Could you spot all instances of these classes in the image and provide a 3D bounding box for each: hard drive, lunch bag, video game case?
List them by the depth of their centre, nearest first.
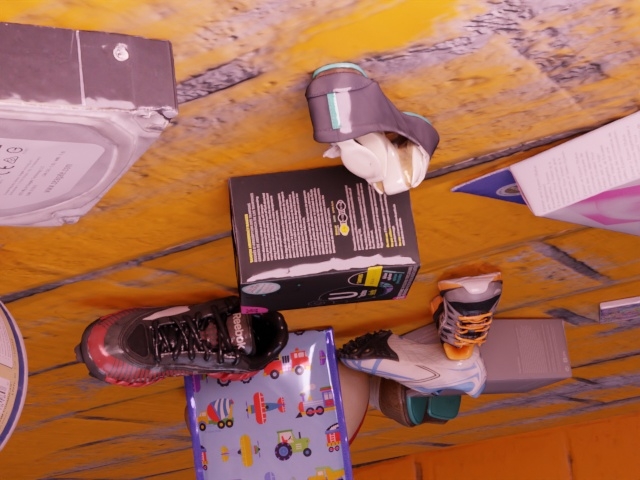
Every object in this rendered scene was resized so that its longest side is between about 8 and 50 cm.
[{"bbox_3d":[-0.292,-0.073,0.814,0.338,0.064,0.237,2,161,-29],"label":"hard drive"},{"bbox_3d":[-0.070,0.291,1.761,0.220,0.293,0.138,-7,164,1],"label":"lunch bag"},{"bbox_3d":[0.469,0.105,1.882,0.087,0.011,0.122,-10,164,10],"label":"video game case"}]

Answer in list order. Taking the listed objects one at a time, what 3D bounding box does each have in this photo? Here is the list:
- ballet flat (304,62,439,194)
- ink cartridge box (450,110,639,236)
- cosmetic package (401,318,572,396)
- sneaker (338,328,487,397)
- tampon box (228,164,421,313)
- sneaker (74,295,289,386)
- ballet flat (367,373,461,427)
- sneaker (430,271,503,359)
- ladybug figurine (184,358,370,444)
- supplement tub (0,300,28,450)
[{"bbox_3d":[0.044,-0.073,0.956,0.074,0.074,0.203,-14,163,20],"label":"ballet flat"},{"bbox_3d":[0.353,-0.052,1.181,0.324,0.072,0.330,8,157,-44],"label":"ink cartridge box"},{"bbox_3d":[0.251,0.179,1.882,0.237,0.107,0.127,6,160,-32],"label":"cosmetic package"},{"bbox_3d":[0.127,0.181,1.759,0.237,0.086,0.085,4,-151,36],"label":"sneaker"},{"bbox_3d":[0.000,0.000,1.129,0.160,0.102,0.120,-6,163,-4],"label":"tampon box"},{"bbox_3d":[-0.153,0.117,1.479,0.276,0.098,0.135,3,162,-39],"label":"sneaker"},{"bbox_3d":[0.147,0.264,2.157,0.124,0.116,0.342,7,174,22],"label":"ballet flat"},{"bbox_3d":[0.193,0.097,1.596,0.084,0.083,0.215,-6,163,-2],"label":"sneaker"},{"bbox_3d":[-0.071,0.312,2.076,0.305,0.162,0.449,-3,164,-16],"label":"ladybug figurine"},{"bbox_3d":[-0.409,0.103,1.067,0.228,0.228,0.316,-9,164,4],"label":"supplement tub"}]
